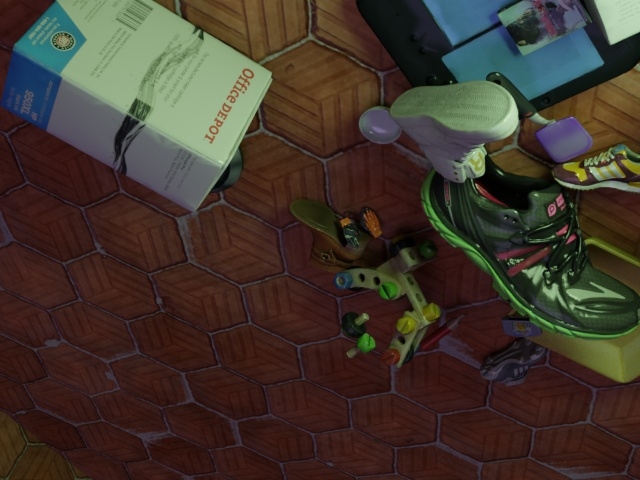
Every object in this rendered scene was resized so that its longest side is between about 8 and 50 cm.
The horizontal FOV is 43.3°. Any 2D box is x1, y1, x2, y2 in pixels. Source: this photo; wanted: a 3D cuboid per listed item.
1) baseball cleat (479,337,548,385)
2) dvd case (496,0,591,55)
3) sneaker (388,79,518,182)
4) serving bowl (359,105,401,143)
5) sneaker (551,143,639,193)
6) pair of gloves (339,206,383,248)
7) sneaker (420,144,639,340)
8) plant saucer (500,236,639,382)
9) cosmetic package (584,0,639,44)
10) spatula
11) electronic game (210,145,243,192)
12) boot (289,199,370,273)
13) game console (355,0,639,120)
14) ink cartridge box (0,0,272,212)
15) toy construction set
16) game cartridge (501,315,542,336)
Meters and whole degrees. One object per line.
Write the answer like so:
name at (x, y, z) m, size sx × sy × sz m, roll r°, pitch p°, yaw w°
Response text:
baseball cleat at (0.480, 0.290, 1.930) m, size 0.109 × 0.072 × 0.206 m, roll 26°, pitch 144°, yaw -27°
dvd case at (0.351, -0.351, 1.268) m, size 0.119 × 0.013 × 0.087 m, roll -22°, pitch 119°, yaw 35°
sneaker at (0.255, -0.174, 1.358) m, size 0.169 × 0.108 × 0.292 m, roll 47°, pitch 169°, yaw -28°
serving bowl at (0.118, -0.226, 1.549) m, size 0.083 × 0.027 × 0.083 m, roll 11°, pitch 137°, yaw 11°
sneaker at (0.518, -0.139, 1.468) m, size 0.185 × 0.069 × 0.084 m, roll 4°, pitch 127°, yaw 8°
pair of gloves at (0.087, -0.028, 1.730) m, size 0.074 × 0.083 × 0.010 m, roll 65°, pitch 170°, yaw -8°
sneaker at (0.404, 0.003, 1.498) m, size 0.483 × 0.185 × 0.202 m, roll 38°, pitch 133°, yaw 5°
plant saucer at (0.608, 0.136, 1.701) m, size 0.333 × 0.081 × 0.333 m, roll 26°, pitch 137°, yaw -6°
cosmetic package at (0.451, -0.430, 1.095) m, size 0.224 × 0.138 × 0.225 m, roll -23°, pitch 121°, yaw 18°
spatula at (0.370, -0.213, 1.376) m, size 0.084 × 0.030 × 0.296 m, roll -23°, pitch 147°, yaw 36°
electronic game at (-0.274, -0.190, 1.717) m, size 0.229 × 0.048 × 0.229 m, roll 11°, pitch 137°, yaw 11°
boot at (0.000, 0.000, 1.797) m, size 0.197 × 0.073 × 0.152 m, roll 28°, pitch 141°, yaw -5°
game console at (0.297, -0.356, 1.326) m, size 0.386 × 0.060 × 0.342 m, roll -23°, pitch 123°, yaw 36°
ink cartridge box at (-0.323, -0.276, 1.471) m, size 0.395 × 0.285 × 0.166 m, roll 30°, pitch 138°, yaw -10°
toy construction set at (0.211, 0.126, 1.764) m, size 0.309 × 0.257 × 0.237 m, roll 23°, pitch 127°, yaw -40°
game cartridge at (0.437, 0.187, 1.750) m, size 0.083 × 0.017 × 0.056 m, roll -1°, pitch 138°, yaw 22°
